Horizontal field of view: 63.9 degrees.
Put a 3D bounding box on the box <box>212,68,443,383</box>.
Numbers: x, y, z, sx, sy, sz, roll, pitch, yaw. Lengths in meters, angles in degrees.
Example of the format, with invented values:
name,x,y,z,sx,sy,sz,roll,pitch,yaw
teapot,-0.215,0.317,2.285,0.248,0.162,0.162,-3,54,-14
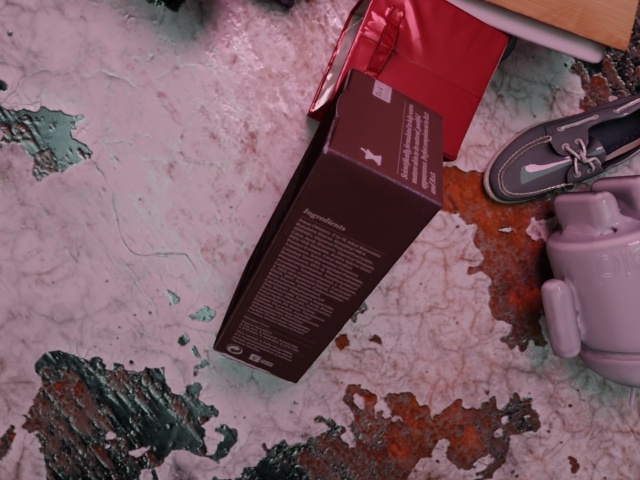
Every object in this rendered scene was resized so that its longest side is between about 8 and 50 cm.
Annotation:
name,x,y,z,sx,sy,sz,roll,pitch,yaw
box,0.000,0.000,0.666,0.143,0.191,0.381,24,132,-8

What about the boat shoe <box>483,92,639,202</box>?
name,x,y,z,sx,sy,sz,roll,pitch,yaw
boat shoe,0.420,-0.153,0.831,0.319,0.099,0.116,-24,98,-3

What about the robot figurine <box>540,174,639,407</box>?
name,x,y,z,sx,sy,sz,roll,pitch,yaw
robot figurine,0.485,0.079,0.809,0.300,0.200,0.353,-21,97,-5

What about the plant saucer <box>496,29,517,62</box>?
name,x,y,z,sx,sy,sz,roll,pitch,yaw
plant saucer,0.270,-0.346,0.837,0.119,0.021,0.119,-1,96,-5

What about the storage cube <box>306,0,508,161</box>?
name,x,y,z,sx,sy,sz,roll,pitch,yaw
storage cube,0.113,-0.231,0.740,0.193,0.215,0.184,22,93,-13

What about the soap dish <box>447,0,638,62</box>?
name,x,y,z,sx,sy,sz,roll,pitch,yaw
soap dish,0.287,-0.370,0.708,0.290,0.229,0.118,24,131,8

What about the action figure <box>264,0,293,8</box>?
name,x,y,z,sx,sy,sz,roll,pitch,yaw
action figure,-0.167,-0.435,0.749,0.285,0.099,0.185,12,103,-3
